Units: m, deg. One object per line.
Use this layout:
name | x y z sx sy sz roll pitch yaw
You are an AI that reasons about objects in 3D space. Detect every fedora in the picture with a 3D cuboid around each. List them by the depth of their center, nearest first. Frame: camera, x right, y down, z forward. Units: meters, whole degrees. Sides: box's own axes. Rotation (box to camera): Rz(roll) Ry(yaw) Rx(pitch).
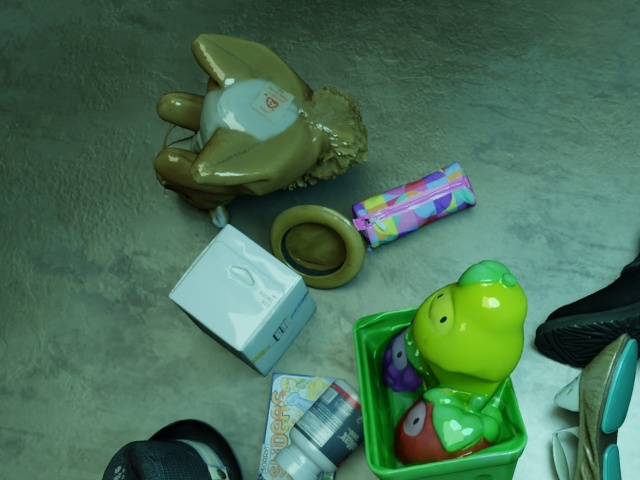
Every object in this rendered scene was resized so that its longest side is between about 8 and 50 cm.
fedora | -0.275 0.454 1.692 0.334 0.152 0.334 -19 60 36
fedora | 0.000 0.000 1.893 0.194 0.194 0.079 20 35 13

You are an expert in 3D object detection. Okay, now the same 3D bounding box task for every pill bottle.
pill bottle | 0.009 0.338 1.743 0.108 0.108 0.180 41 81 17

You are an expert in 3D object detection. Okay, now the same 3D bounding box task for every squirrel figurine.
squirrel figurine | -0.119 -0.160 1.866 0.397 0.370 0.281 -1 68 -24

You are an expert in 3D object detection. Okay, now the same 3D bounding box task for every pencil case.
pencil case | 0.173 -0.064 1.900 0.236 0.104 0.104 -24 71 -2

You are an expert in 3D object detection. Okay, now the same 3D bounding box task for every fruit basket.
fruit basket | 0.197 0.203 1.619 0.283 0.392 0.392 -10 71 4

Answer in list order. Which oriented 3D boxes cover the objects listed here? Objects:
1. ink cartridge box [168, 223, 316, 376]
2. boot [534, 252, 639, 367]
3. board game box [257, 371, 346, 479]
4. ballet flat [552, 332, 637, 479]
ink cartridge box | -0.133 0.112 1.807 0.171 0.233 0.168 35 79 17
boot | 0.552 0.075 1.779 0.348 0.131 0.260 -18 37 35
board game box | -0.032 0.345 1.822 0.136 0.035 0.201 4 72 8
ballet flat | 0.453 0.319 1.699 0.124 0.116 0.342 8 99 37
